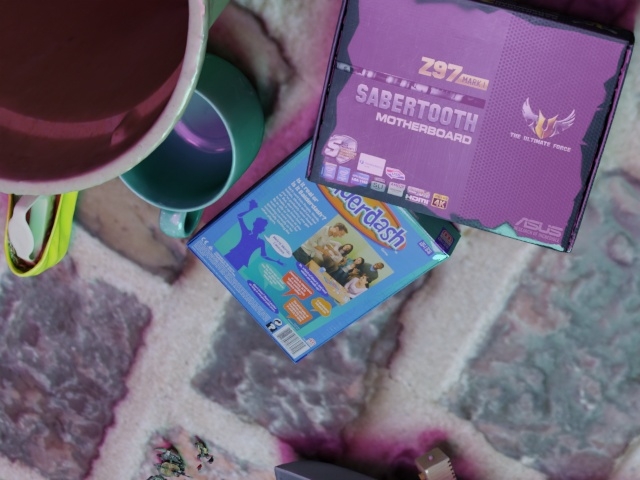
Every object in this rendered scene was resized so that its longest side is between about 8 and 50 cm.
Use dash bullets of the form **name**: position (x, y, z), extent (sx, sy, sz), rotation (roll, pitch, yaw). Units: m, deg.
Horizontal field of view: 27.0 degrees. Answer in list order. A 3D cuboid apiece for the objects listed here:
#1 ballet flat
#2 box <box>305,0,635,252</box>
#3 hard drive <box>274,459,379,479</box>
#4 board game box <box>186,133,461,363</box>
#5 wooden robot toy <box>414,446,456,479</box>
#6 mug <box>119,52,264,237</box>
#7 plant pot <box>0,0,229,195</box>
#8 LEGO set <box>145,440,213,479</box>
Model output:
- **ballet flat**: position (-0.272, -0.061, 1.298), extent (0.077, 0.077, 0.231), rotation (21, 123, 11)
- **box**: position (0.119, -0.109, 1.092), extent (0.233, 0.059, 0.183), rotation (16, 111, 7)
- **hard drive**: position (0.067, 0.319, 1.336), extent (0.255, 0.054, 0.172), rotation (17, 128, 41)
- **board game box**: position (0.000, 0.000, 1.237), extent (0.210, 0.047, 0.160), rotation (-36, 99, 34)
- **wooden robot toy**: position (0.159, 0.276, 1.329), extent (0.079, 0.076, 0.173), rotation (-28, 96, -12)
- **mug**: position (-0.123, -0.096, 1.205), extent (0.129, 0.097, 0.158), rotation (42, 126, -4)
- **plant pot**: position (-0.178, -0.250, 1.014), extent (0.334, 0.305, 0.333), rotation (10, 122, 17)
- **LEGO set**: position (-0.154, 0.242, 1.458), extent (0.083, 0.023, 0.054), rotation (-11, 116, 13)
